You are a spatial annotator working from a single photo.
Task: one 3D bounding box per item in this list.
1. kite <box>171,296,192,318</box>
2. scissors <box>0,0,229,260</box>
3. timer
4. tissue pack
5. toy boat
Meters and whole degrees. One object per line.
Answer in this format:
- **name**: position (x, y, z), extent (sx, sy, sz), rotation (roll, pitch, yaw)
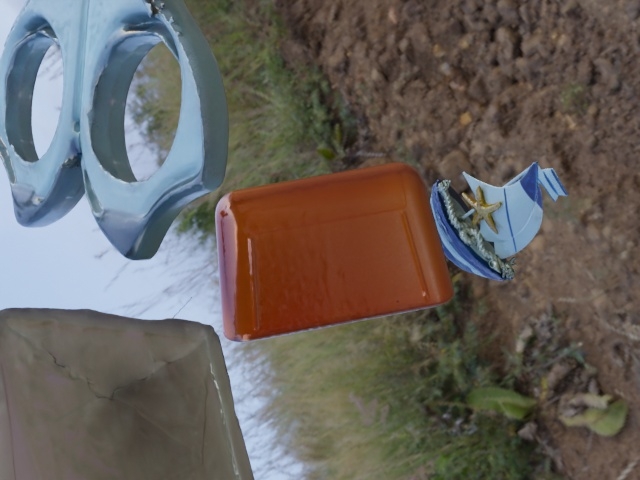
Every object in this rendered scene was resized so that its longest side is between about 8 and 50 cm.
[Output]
- **kite**: position (-0.176, 0.097, 0.879), extent (0.002, 0.078, 0.044), rotation (48, 177, -20)
- **scissors**: position (-0.102, -0.174, 0.362), extent (0.191, 0.360, 0.029), rotation (15, -166, 40)
- **timer**: position (0.000, 0.000, 0.916), extent (0.250, 0.258, 0.161), rotation (-134, 34, -82)
- **tissue pack**: position (-0.191, 0.213, 0.410), extent (0.160, 0.338, 0.242), rotation (15, -130, -49)
- **toy boat**: position (0.309, -0.050, 1.291), extent (0.067, 0.291, 0.220), rotation (-30, -97, -38)
